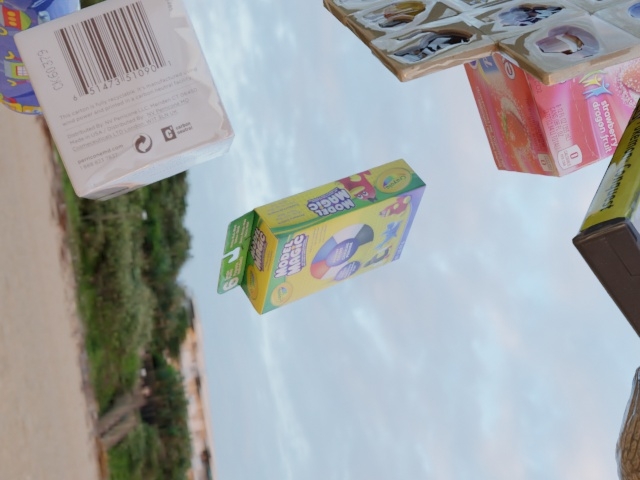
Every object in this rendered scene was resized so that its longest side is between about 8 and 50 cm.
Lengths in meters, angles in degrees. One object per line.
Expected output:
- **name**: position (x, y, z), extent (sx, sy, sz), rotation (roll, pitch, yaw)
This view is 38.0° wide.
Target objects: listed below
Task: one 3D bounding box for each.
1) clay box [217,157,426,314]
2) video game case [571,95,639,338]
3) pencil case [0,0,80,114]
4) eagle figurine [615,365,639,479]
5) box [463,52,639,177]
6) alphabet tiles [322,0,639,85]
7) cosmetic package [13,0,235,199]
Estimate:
- **clay box**: position (0.000, 0.000, 0.994), extent (0.053, 0.222, 0.127), rotation (51, -33, 29)
- **video game case**: position (0.269, 0.030, 0.560), extent (0.035, 0.248, 0.275), rotation (-26, -72, 43)
- **pencil case**: position (-0.327, -0.250, 1.010), extent (0.306, 0.133, 0.119), rotation (123, -46, -69)
- **eagle figurine**: position (0.302, 0.282, 0.860), extent (0.225, 0.298, 0.226), rotation (-39, -161, 30)
- **box**: position (0.223, -0.229, 0.919), extent (0.142, 0.154, 0.299), rotation (-152, -140, -75)
- **alphabet tiles**: position (0.183, -0.180, 0.595), extent (0.285, 0.343, 0.011), rotation (-119, -167, -58)
- **cosmetic package**: position (-0.179, -0.134, 0.887), extent (0.184, 0.151, 0.151), rotation (-173, -119, -84)
